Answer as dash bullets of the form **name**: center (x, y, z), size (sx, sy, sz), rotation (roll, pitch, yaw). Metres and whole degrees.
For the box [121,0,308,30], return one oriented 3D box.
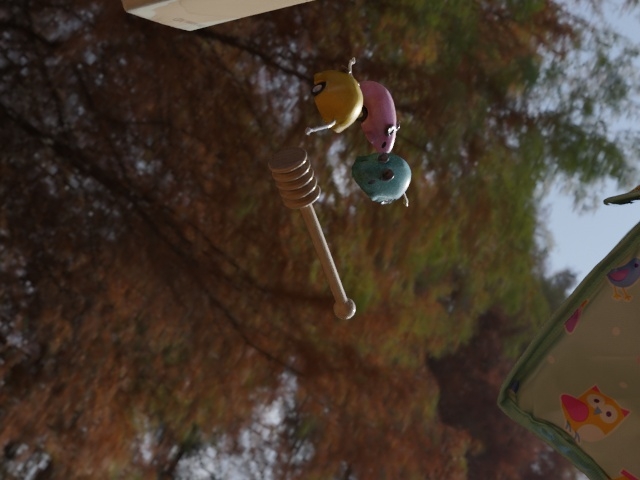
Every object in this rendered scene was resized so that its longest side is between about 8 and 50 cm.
- **box**: center (-0.014, -0.280, 0.862), size (0.311, 0.148, 0.121), rotation (-10, -89, 19)

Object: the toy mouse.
- **toy mouse**: center (0.045, -0.081, 0.780), size (0.031, 0.161, 0.143), rotation (-25, -58, 22)

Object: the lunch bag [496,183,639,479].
- **lunch bag**: center (0.261, 0.022, 0.631), size (0.160, 0.223, 0.262), rotation (40, -56, 21)

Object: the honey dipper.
- **honey dipper**: center (0.000, 0.000, 0.772), size (0.031, 0.030, 0.160), rotation (7, -45, 34)
